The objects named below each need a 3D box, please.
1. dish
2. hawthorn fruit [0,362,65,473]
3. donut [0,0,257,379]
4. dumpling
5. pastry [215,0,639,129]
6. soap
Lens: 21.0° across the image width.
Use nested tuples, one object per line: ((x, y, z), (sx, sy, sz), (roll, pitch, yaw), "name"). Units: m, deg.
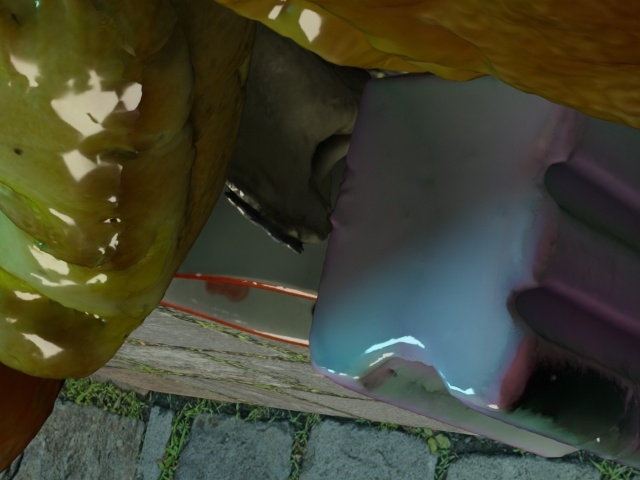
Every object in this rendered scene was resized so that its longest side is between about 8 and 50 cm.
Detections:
((0.000, 0.000, 1.131), (0.256, 0.117, 0.256), (12, 170, 2), "dish")
((-0.383, 0.069, 1.146), (0.403, 0.403, 0.403), (12, 170, 2), "hawthorn fruit")
((-0.130, -0.073, 0.655), (0.208, 0.128, 0.261), (29, 143, 4), "donut")
((-0.041, -0.077, 0.858), (0.166, 0.086, 0.332), (45, -170, 34), "dumpling")
((0.095, -0.105, 0.341), (0.356, 0.164, 0.356), (9, 171, 2), "pastry")
((0.146, 0.010, 0.810), (0.109, 0.193, 0.324), (6, 169, 41), "soap")
